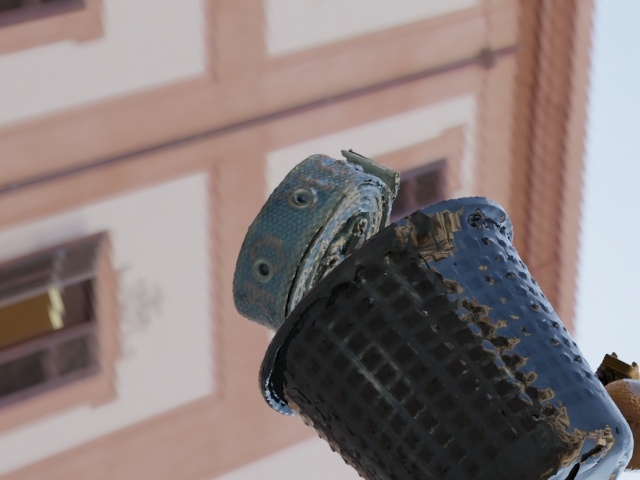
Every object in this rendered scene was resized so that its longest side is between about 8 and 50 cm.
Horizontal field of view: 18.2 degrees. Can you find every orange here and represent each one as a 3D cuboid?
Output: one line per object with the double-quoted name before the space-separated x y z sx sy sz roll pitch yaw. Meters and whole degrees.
"orange" 0.242 0.146 1.568 0.085 0.085 0.085 22 -60 43

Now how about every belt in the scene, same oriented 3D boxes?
"belt" -0.004 0.008 1.770 0.082 0.147 0.163 24 -73 27

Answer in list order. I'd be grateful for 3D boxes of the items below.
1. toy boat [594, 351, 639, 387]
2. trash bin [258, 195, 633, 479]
"toy boat" 0.211 0.187 1.683 0.057 0.077 0.200 27 -94 55
"trash bin" 0.078 0.090 1.096 0.161 0.175 0.175 51 -43 27
